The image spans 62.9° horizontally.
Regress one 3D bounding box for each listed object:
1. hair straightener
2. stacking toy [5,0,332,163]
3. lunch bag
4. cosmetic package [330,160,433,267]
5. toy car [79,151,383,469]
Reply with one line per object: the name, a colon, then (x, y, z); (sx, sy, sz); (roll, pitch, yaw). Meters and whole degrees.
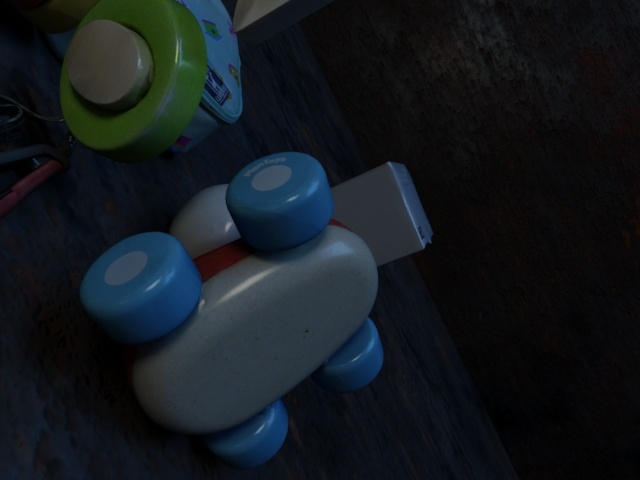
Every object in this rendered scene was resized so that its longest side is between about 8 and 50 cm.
hair straightener: (-0.220, -0.061, 0.339); (0.089, 0.047, 0.230); (59, 17, -22)
stacking toy: (-0.148, -0.224, 0.352); (0.130, 0.309, 0.280); (12, 51, -61)
lunch bag: (-0.191, -0.252, 0.604); (0.224, 0.108, 0.279); (49, 23, -45)
cosmetic package: (0.000, 0.000, 0.598); (0.107, 0.238, 0.127); (65, 15, 0)
toy car: (-0.090, 0.029, 0.470); (0.238, 0.210, 0.219); (40, -22, 47)
